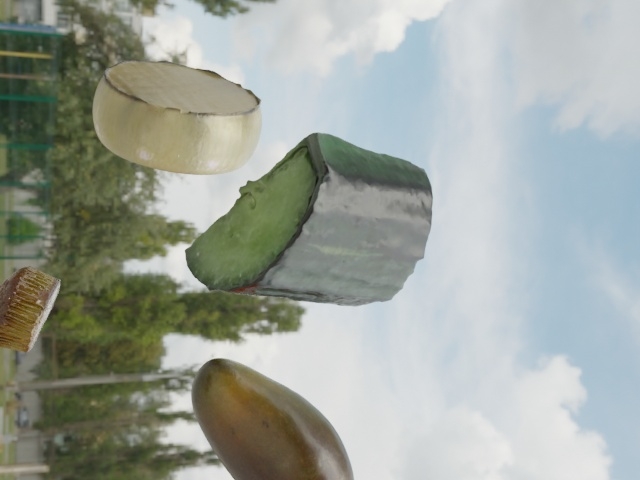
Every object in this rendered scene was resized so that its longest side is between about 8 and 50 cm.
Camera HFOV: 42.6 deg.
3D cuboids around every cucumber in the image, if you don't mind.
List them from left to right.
[{"bbox_3d":[0.000,0.000,0.492,0.116,0.115,0.062,-45,-127,32],"label":"cucumber"}]

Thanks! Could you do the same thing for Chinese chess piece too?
[{"bbox_3d":[-0.217,-0.192,1.262,0.257,0.257,0.104,-123,-139,-57],"label":"Chinese chess piece"}]

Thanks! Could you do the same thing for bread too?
[{"bbox_3d":[-0.295,0.067,0.806,0.085,0.053,0.085,-158,-90,-79],"label":"bread"}]

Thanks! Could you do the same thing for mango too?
[{"bbox_3d":[-0.048,0.246,0.975,0.133,0.111,0.267,-40,-91,27],"label":"mango"}]
